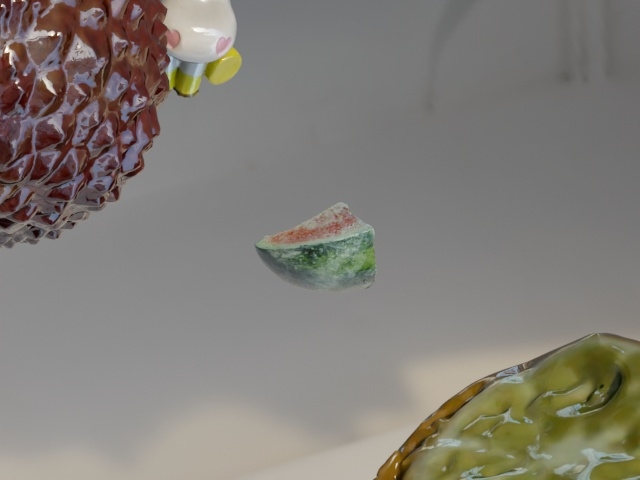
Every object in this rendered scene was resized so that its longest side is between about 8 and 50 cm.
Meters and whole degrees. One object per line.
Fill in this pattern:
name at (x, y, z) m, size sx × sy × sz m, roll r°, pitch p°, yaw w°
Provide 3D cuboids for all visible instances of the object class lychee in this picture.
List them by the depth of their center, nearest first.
lychee at (-0.206, -0.103, 0.995) m, size 0.264 × 0.264 × 0.300 m, roll -152°, pitch -104°, yaw -79°

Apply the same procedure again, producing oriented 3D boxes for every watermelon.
watermelon at (0.000, 0.000, 1.237) m, size 0.085 × 0.085 × 0.061 m, roll 88°, pitch 14°, yaw -60°

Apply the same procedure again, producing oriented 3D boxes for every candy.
candy at (0.153, 0.168, 1.167) m, size 0.118 × 0.260 × 0.260 m, roll 64°, pitch -3°, yaw -24°

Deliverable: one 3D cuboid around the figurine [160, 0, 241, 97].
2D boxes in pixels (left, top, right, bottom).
figurine at (-0.108, -0.201, 1.551) m, size 0.178 × 0.109 × 0.130 m, roll 119°, pitch -18°, yaw -70°
